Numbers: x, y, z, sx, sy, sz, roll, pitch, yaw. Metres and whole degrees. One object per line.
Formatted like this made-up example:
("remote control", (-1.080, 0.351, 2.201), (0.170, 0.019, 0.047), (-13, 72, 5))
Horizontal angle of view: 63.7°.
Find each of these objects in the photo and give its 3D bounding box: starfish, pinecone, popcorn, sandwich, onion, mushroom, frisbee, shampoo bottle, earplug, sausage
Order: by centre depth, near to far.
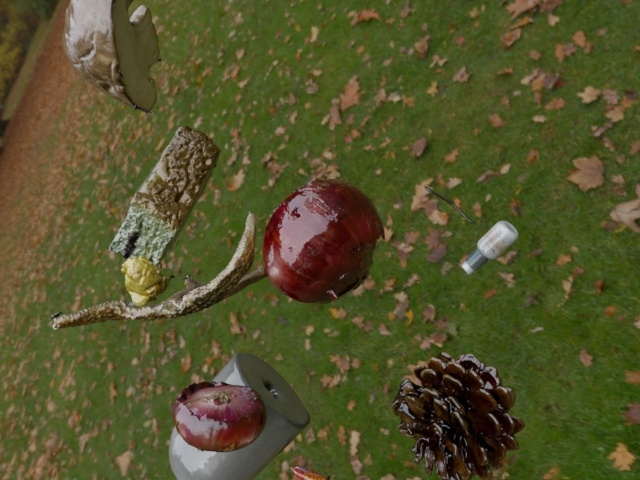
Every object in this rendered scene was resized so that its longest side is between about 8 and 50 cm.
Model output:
("popcorn", (-0.271, 0.060, 0.822), (0.084, 0.084, 0.084), (-30, 49, 41))
("mushroom", (-0.394, -0.359, 0.947), (0.286, 0.151, 0.156), (102, -176, -60))
("starfish", (-0.271, 0.086, 1.088), (0.398, 0.384, 0.132), (-28, 89, 16))
("onion", (0.000, 0.000, 1.094), (0.276, 0.276, 0.276), (-30, 49, 41))
("sandwich", (-0.379, -0.083, 1.249), (0.262, 0.131, 0.325), (-41, 24, 57))
("onion", (-0.260, 0.456, 1.334), (0.248, 0.248, 0.161), (37, 136, 54))
("shampoo bottle", (0.489, 0.027, 1.512), (0.192, 0.074, 0.074), (-50, 38, 30))
("earplug", (-0.271, 0.593, 1.594), (0.394, 0.312, 0.312), (-48, 37, 3))
("pinecone", (0.414, 0.568, 1.609), (0.397, 0.397, 0.398), (-30, 49, 41))
("frisbee", (0.432, -0.113, 1.685), (0.012, 0.211, 0.187), (-53, 56, 18))
("sausage", (-0.038, 0.769, 1.690), (0.145, 0.048, 0.050), (10, 88, 33))

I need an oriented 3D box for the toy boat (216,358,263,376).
("toy boat", (-0.330, 0.527, 2.057), (0.229, 0.088, 0.089), (-24, 85, 24))
